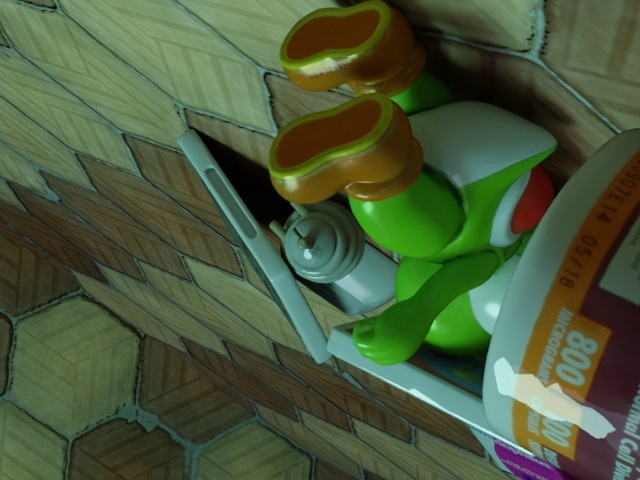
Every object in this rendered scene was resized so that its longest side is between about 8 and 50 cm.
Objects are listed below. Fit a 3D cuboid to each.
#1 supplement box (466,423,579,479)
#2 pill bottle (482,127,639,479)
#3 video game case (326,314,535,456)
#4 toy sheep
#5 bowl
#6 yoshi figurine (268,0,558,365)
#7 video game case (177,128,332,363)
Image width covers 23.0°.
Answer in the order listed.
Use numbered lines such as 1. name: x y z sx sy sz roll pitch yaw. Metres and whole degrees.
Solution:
1. supplement box: 0.219 0.165 1.579 0.111 0.114 0.220 23 161 37
2. pill bottle: 0.315 0.105 0.936 0.392 0.224 0.224 27 164 25
3. video game case: 0.164 0.103 1.349 0.204 0.025 0.285 25 -161 29
4. toy sheep: 0.000 0.000 1.560 0.091 0.091 0.132 29 -165 17
5. bowl: 0.017 0.030 1.692 0.142 0.053 0.142 36 165 -4
6. yoshi figurine: 0.081 -0.008 1.193 0.362 0.203 0.203 42 179 -40
7. video game case: -0.068 0.010 1.685 0.206 0.026 0.227 55 176 28
